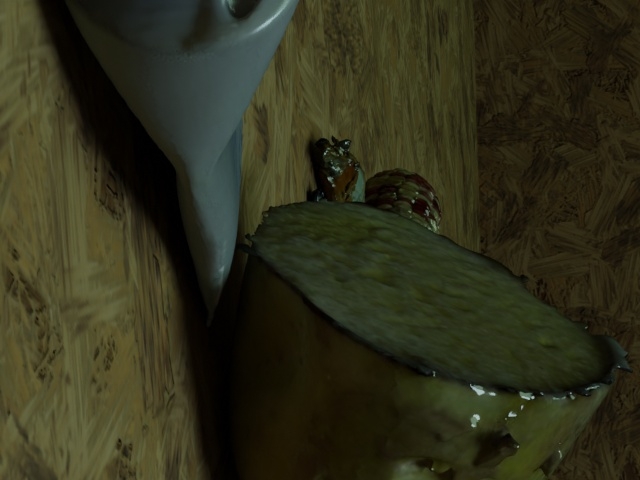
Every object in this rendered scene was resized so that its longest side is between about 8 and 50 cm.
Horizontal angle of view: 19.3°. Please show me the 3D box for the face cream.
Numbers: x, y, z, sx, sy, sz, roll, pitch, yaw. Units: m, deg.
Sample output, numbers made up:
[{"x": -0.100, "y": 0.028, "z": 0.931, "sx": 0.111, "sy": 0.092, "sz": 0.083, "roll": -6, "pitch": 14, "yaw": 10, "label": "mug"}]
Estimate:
[{"x": -0.075, "y": -0.114, "z": 1.104, "sx": 0.420, "sy": 0.137, "sz": 0.234, "roll": 96, "pitch": -7, "yaw": -73, "label": "face cream"}]

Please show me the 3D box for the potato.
[{"x": 0.042, "y": 0.137, "z": 1.314, "sx": 0.289, "sy": 0.301, "sz": 0.237, "roll": 3, "pitch": 115, "yaw": -44, "label": "potato"}]

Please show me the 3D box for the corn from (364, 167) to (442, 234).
[{"x": 0.068, "y": 0.027, "z": 1.891, "sx": 0.290, "sy": 0.098, "sz": 0.098, "roll": -75, "pitch": 160, "yaw": -56, "label": "corn"}]

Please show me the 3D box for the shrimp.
[{"x": 0.022, "y": -0.050, "z": 1.796, "sx": 0.184, "sy": 0.043, "sz": 0.091, "roll": 72, "pitch": 21, "yaw": -61, "label": "shrimp"}]

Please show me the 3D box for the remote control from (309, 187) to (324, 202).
[{"x": 0.000, "y": 0.000, "z": 1.729, "sx": 0.039, "sy": 0.014, "sz": 0.096, "roll": -42, "pitch": 127, "yaw": -78, "label": "remote control"}]
